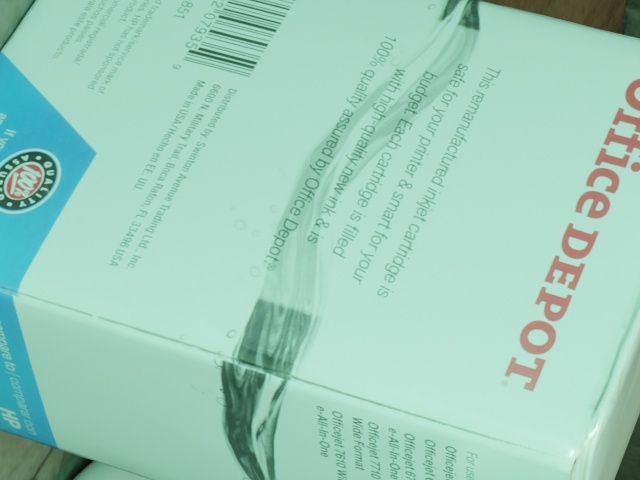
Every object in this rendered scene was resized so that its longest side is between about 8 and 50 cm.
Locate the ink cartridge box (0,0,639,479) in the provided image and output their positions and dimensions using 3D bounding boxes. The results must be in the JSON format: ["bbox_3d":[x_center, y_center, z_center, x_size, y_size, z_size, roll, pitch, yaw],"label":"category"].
[{"bbox_3d":[0.000,0.000,0.879,0.129,0.307,0.223,86,26,-50],"label":"ink cartridge box"}]

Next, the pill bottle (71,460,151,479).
[{"bbox_3d":[-0.050,0.287,1.174,0.363,0.210,0.210,89,23,-48],"label":"pill bottle"}]
